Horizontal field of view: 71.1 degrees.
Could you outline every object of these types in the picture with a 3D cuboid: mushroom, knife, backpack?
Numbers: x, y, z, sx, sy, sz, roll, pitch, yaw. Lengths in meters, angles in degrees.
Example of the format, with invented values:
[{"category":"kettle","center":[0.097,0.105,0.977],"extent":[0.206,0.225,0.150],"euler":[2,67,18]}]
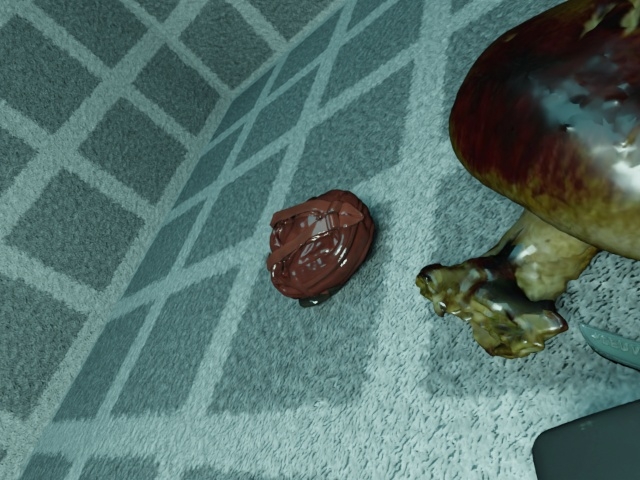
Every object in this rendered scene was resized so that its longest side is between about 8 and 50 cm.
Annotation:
[{"category":"mushroom","center":[0.295,-0.062,0.442],"extent":[0.334,0.356,0.331],"euler":[-17,17,-20]},{"category":"knife","center":[0.318,0.114,0.378],"extent":[0.210,0.015,0.028],"euler":[16,77,60]},{"category":"backpack","center":[0.002,0.001,0.822],"extent":[0.229,0.139,0.229],"euler":[-35,33,27]}]

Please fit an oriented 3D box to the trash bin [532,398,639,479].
[{"category":"trash bin","center":[0.219,0.233,0.189],"extent":[0.182,0.209,0.290],"euler":[-35,27,29]}]
